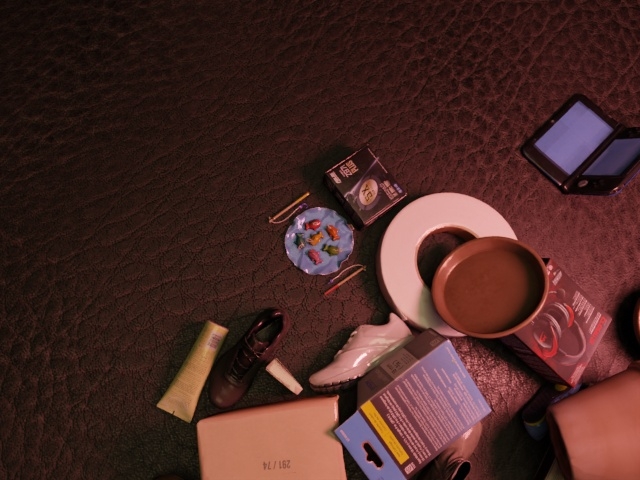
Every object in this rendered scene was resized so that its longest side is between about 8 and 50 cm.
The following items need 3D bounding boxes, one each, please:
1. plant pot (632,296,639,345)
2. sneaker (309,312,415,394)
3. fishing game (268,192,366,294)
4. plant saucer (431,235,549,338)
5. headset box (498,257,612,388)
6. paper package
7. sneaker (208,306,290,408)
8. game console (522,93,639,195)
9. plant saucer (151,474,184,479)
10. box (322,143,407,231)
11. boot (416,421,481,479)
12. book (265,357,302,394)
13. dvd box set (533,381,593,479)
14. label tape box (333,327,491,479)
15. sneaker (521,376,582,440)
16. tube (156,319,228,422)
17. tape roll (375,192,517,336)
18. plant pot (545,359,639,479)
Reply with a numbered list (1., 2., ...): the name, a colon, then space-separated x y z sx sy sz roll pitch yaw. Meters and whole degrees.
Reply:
1. plant pot: 0.926 0.231 1.537 0.238 0.109 0.237 2 76 -7
2. sneaker: 0.101 0.288 1.451 0.297 0.111 0.129 -23 64 -15
3. fishing game: 0.000 0.000 1.531 0.189 0.041 0.264 -33 82 -10
4. plant saucer: 0.410 0.114 1.406 0.278 0.041 0.277 -14 53 20
5. headset box: 0.586 0.214 1.467 0.293 0.110 0.218 41 75 -17
6. paper package: -0.105 0.531 1.322 0.325 0.168 0.309 -6 77 -9
7. sneaker: -0.177 0.276 1.397 0.109 0.130 0.286 33 76 0
8. game console: 0.774 -0.280 1.623 0.293 0.250 0.173 -44 111 -14
9. plant saucer: -0.347 0.628 1.285 0.199 0.036 0.198 -5 79 26
10. box: 0.117 -0.143 1.559 0.147 0.077 0.180 -34 82 -12
11. boot: 0.330 0.524 1.372 0.083 0.161 0.246 38 75 3
12. book: -0.088 0.330 1.384 0.096 0.144 0.035 44 76 5
13. dvd box set: 0.784 0.602 1.455 0.421 0.062 0.307 32 75 3
14. label tape box: 0.205 0.404 1.369 0.334 0.106 0.240 -35 108 -9
15. sneaker: 0.601 0.425 1.485 0.209 0.069 0.082 -38 112 -20
16. tube: -0.306 0.314 1.414 0.062 0.070 0.240 35 75 -43
17. tape roll: 0.341 0.065 1.535 0.392 0.072 0.391 1 77 -6
18. plant pot: 0.686 0.448 1.320 0.281 0.323 0.323 -13 77 9
